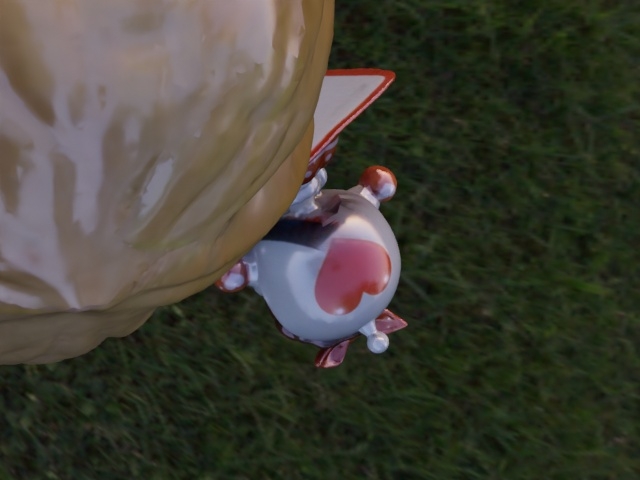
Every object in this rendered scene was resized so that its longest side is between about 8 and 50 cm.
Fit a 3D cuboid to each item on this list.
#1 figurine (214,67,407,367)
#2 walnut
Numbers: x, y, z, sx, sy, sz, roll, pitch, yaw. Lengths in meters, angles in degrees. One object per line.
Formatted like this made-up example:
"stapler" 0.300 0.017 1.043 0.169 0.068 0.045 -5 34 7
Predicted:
"figurine" 0.000 0.000 1.251 0.183 0.160 0.226 -44 122 -33
"walnut" -0.098 -0.084 0.473 0.225 0.225 0.261 -3 54 -24
